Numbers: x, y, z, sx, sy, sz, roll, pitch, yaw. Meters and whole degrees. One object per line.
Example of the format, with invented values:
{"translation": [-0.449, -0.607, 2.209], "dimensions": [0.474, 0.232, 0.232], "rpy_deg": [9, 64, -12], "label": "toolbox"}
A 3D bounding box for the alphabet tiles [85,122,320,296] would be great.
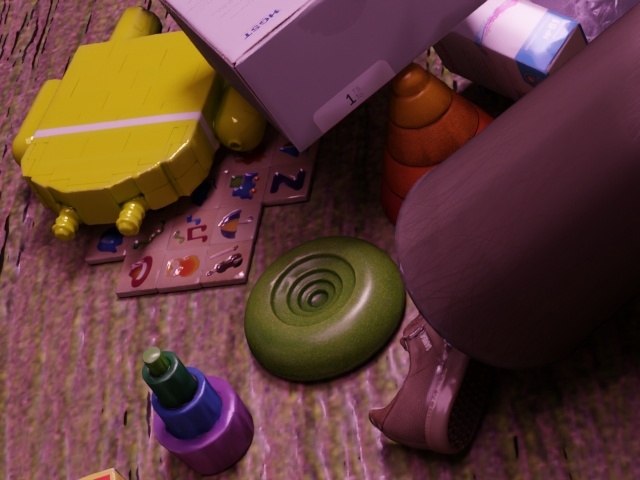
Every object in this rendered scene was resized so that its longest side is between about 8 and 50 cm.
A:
{"translation": [-0.095, -0.053, 1.222], "dimensions": [0.198, 0.009, 0.237], "rpy_deg": [-7, 49, 22], "label": "alphabet tiles"}

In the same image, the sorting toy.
{"translation": [0.000, 0.000, 1.042], "dimensions": [0.365, 0.126, 0.127], "rpy_deg": [-46, 46, -16], "label": "sorting toy"}

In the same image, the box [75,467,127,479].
{"translation": [-0.154, 0.267, 0.930], "dimensions": [0.087, 0.058, 0.232], "rpy_deg": [-19, 45, 12], "label": "box"}

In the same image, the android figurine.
{"translation": [-0.159, -0.108, 1.256], "dimensions": [0.248, 0.056, 0.273], "rpy_deg": [-6, 47, 22], "label": "android figurine"}

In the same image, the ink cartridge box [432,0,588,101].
{"translation": [0.146, -0.149, 1.105], "dimensions": [0.122, 0.088, 0.052], "rpy_deg": [28, 80, 31], "label": "ink cartridge box"}

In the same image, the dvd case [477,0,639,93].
{"translation": [0.208, -0.224, 1.209], "dimensions": [0.164, 0.018, 0.221], "rpy_deg": [-13, 47, 17], "label": "dvd case"}

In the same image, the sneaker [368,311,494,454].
{"translation": [0.091, 0.056, 0.986], "dimensions": [0.071, 0.066, 0.188], "rpy_deg": [6, 54, 33], "label": "sneaker"}

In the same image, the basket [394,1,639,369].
{"translation": [0.181, -0.046, 0.880], "dimensions": [0.204, 0.154, 0.227], "rpy_deg": [-33, -8, -47], "label": "basket"}

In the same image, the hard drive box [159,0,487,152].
{"translation": [-0.008, -0.188, 1.102], "dimensions": [0.181, 0.089, 0.232], "rpy_deg": [-39, 29, -1], "label": "hard drive box"}
